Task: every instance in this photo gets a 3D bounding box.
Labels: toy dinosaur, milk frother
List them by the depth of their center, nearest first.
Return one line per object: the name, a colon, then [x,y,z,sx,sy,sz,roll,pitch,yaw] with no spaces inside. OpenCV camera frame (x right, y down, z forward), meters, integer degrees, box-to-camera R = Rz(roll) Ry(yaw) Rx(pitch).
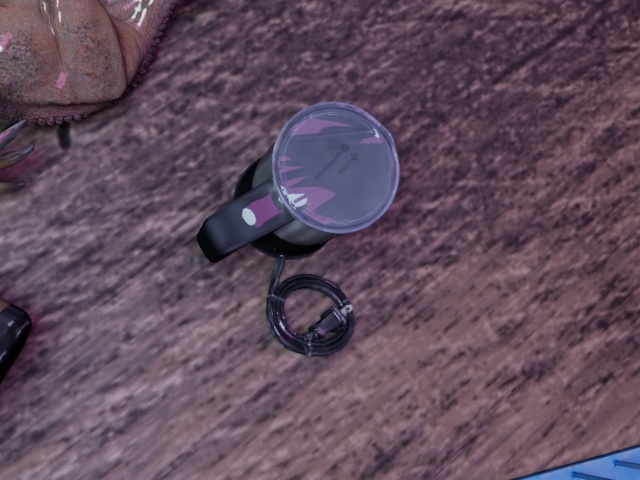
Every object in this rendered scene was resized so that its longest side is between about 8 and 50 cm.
toy dinosaur: [-0.197,-0.118,0.559,0.296,0.127,0.200,-16,94,-30]
milk frother: [0.000,0.000,0.583,0.143,0.135,0.129,43,74,-6]

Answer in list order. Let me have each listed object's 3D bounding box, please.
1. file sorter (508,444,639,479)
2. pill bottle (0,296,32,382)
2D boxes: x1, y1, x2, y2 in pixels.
file sorter: [0.220,0.229,0.626,0.170,0.104,0.118,-10,84,-17]
pill bottle: [-0.297,0.043,0.499,0.219,0.123,0.122,32,75,-10]
